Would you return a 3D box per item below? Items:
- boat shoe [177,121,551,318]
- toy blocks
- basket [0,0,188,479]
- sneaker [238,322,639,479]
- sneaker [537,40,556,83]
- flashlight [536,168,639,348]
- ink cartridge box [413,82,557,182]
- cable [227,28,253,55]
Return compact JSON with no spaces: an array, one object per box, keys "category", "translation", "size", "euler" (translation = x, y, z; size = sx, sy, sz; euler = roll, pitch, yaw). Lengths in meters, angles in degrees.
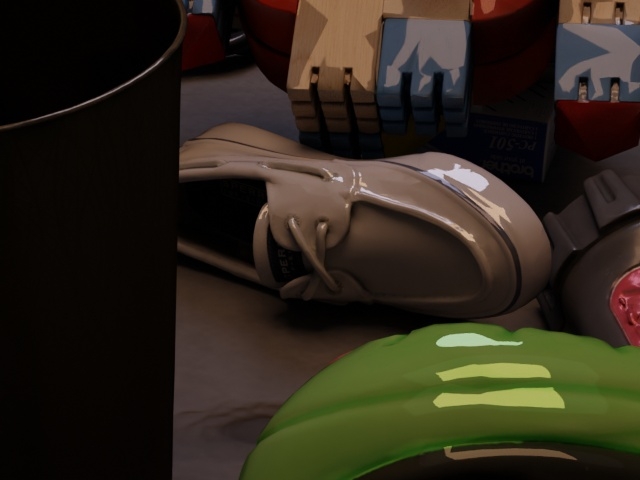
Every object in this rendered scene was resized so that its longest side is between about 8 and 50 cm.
[{"category":"boat shoe","translation":[0.000,0.000,0.809],"size":[0.258,0.095,0.084],"euler":[11,31,42]},{"category":"toy blocks","translation":[0.046,-0.159,0.892],"size":[0.381,0.190,0.260],"euler":[3,66,9]},{"category":"basket","translation":[-0.127,0.023,0.593],"size":[0.154,0.226,0.204],"euler":[2,28,3]},{"category":"sneaker","translation":[0.204,0.164,0.414],"size":[0.483,0.185,0.202],"euler":[9,67,7]},{"category":"sneaker","translation":[0.116,-0.169,1.037],"size":[0.106,0.078,0.234],"euler":[-4,30,-18]},{"category":"flashlight","translation":[0.174,0.057,0.667],"size":[0.103,0.103,0.304],"euler":[-3,28,-3]},{"category":"ink cartridge box","translation":[0.127,-0.106,1.053],"size":[0.097,0.046,0.207],"euler":[9,28,15]},{"category":"cable","translation":[-0.104,-0.171,1.192],"size":[0.151,0.047,0.184],"euler":[17,29,21]}]
